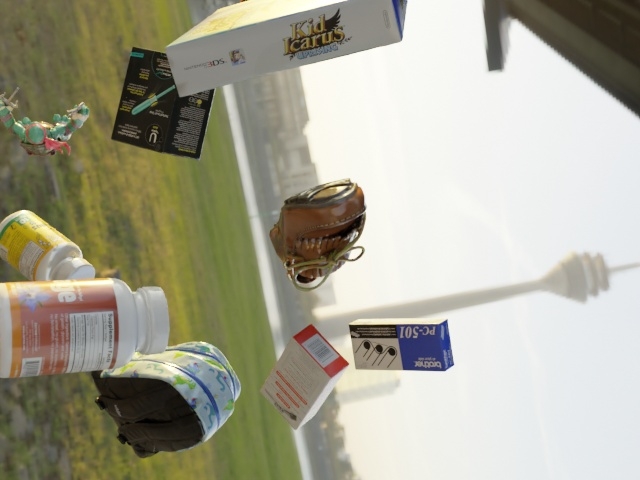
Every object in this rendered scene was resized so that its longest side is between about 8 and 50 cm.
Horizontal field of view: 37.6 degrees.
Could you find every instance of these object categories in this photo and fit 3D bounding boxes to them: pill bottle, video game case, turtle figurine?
[{"bbox_3d":[-0.579,0.034,1.981,0.208,0.117,0.118,33,-25,23],"label":"pill bottle"},{"bbox_3d":[-0.314,0.111,1.226,0.121,0.216,0.121,8,-81,64],"label":"pill bottle"},{"bbox_3d":[-0.027,-0.250,1.079,0.269,0.244,0.061,-75,149,-67],"label":"video game case"},{"bbox_3d":[-0.547,-0.222,1.830,0.234,0.175,0.118,-171,-89,-77],"label":"turtle figurine"}]

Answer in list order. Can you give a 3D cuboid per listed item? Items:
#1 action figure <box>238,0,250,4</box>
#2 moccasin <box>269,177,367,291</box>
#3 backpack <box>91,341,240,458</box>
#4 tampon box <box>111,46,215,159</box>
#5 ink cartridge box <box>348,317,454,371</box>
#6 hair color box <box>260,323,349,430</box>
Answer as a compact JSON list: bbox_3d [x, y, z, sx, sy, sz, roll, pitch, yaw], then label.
[{"bbox_3d":[-0.160,-0.542,1.958,0.341,0.178,0.330,-4,103,-51],"label":"action figure"},{"bbox_3d":[-0.003,0.001,1.492,0.147,0.139,0.380,69,-20,7],"label":"moccasin"},{"bbox_3d":[-0.369,0.388,2.335,0.355,0.273,0.290,-15,-74,60],"label":"backpack"},{"bbox_3d":[-0.259,-0.228,1.574,0.101,0.120,0.161,6,100,-60],"label":"tampon box"},{"bbox_3d":[0.158,0.205,1.856,0.046,0.207,0.097,-19,101,-54],"label":"ink cartridge box"},{"bbox_3d":[-0.028,0.224,1.529,0.093,0.053,0.167,45,-45,15],"label":"hair color box"}]
